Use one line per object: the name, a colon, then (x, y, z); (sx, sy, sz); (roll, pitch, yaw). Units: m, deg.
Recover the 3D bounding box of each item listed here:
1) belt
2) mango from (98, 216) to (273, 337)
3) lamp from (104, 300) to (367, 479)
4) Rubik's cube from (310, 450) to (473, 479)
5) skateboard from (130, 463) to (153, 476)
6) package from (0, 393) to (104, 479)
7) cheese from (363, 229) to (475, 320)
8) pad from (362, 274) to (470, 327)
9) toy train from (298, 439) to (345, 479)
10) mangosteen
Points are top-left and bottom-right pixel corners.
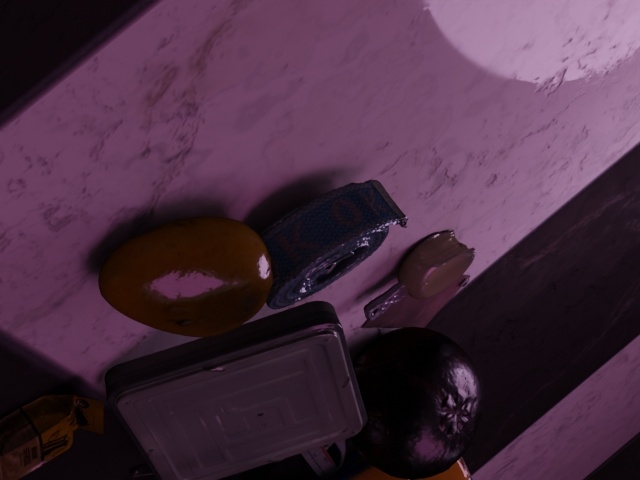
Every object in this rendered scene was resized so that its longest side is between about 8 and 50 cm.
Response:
belt: (-0.007, 0.003, 1.367); (0.147, 0.082, 0.163); (-43, 164, 34)
mango: (-0.130, 0.038, 1.239); (0.195, 0.098, 0.137); (-6, 142, -44)
lamp: (-0.089, 0.188, 1.467); (0.269, 0.047, 0.266); (-18, 144, -1)
Rubik's cube: (0.085, 0.490, 1.955); (0.291, 0.291, 0.290); (-25, 174, -29)
skateboard: (-0.226, 0.319, 1.646); (0.063, 0.032, 0.083); (-8, 139, -33)
package: (-0.296, 0.203, 1.334); (0.131, 0.047, 0.071); (-30, 151, -25)
cheese: (0.130, 0.046, 1.671); (0.171, 0.047, 0.092); (-26, 148, -26)
pad: (0.141, 0.088, 1.804); (0.113, 0.006, 0.187); (-49, 154, 19)
toy train: (-0.018, 0.248, 1.755); (0.088, 0.086, 0.407); (-40, 156, -9)
mangosteen: (0.124, 0.226, 1.803); (0.216, 0.216, 0.216); (-32, 154, -18)
